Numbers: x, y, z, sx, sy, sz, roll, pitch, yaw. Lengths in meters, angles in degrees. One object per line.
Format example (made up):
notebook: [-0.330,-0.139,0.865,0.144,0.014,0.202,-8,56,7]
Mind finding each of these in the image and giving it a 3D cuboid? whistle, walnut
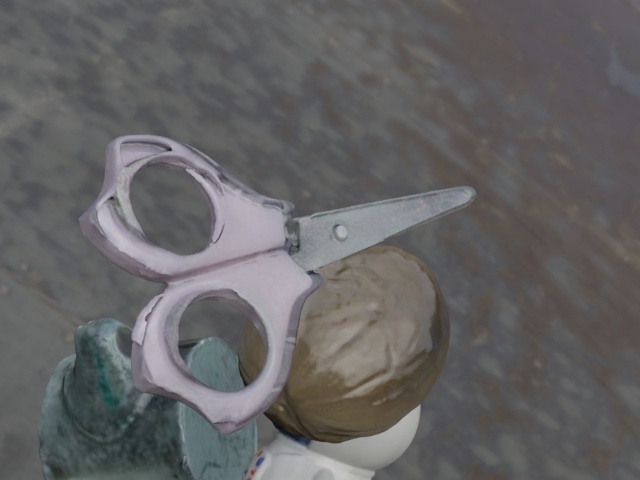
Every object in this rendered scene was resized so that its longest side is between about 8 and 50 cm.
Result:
whistle: [-0.164,0.273,1.305,0.188,0.168,0.405,-12,93,-70]
walnut: [0.017,0.069,0.860,0.140,0.140,0.162,33,48,-8]

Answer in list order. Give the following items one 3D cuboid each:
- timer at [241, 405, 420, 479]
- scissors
timer: [-0.026,0.260,1.117,0.270,0.383,0.270,22,-6,2]
scissors: [0.000,0.000,0.439,0.189,0.015,0.100,-17,82,-45]
